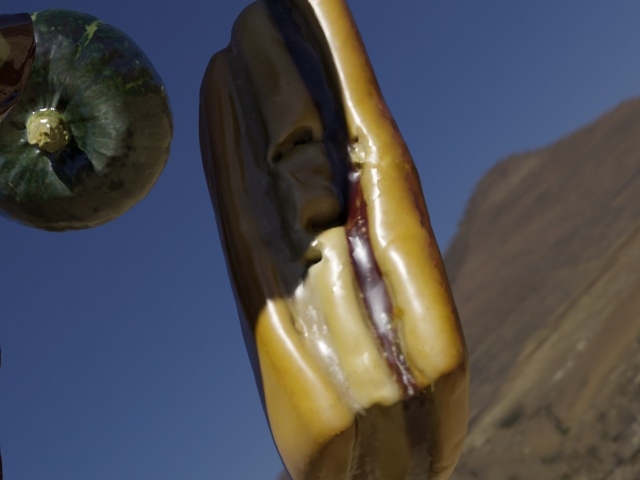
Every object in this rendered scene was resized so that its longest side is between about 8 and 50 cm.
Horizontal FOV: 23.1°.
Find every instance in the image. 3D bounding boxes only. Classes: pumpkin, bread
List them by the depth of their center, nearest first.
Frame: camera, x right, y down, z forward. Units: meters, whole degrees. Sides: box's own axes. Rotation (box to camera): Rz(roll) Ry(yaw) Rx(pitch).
[{"bbox_3d":[0.000,0.000,0.599,0.077,0.200,0.116,-16,-28,-3],"label":"bread"},{"bbox_3d":[-0.193,-0.089,1.166,0.167,0.167,0.125,-43,-7,-12],"label":"pumpkin"}]

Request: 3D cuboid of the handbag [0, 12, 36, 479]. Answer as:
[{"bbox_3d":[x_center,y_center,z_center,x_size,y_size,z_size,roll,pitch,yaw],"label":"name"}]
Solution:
[{"bbox_3d":[-0.185,0.022,0.444,0.213,0.235,0.127,4,-30,-20],"label":"handbag"}]
